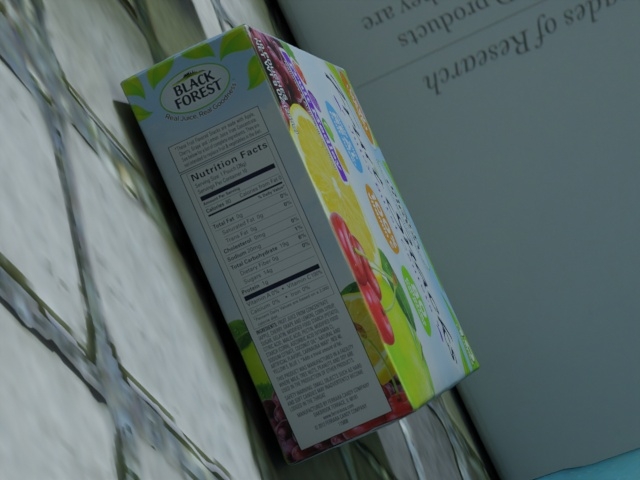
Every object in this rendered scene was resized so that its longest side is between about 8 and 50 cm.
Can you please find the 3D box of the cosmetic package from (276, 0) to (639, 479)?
[{"bbox_3d":[0.090,-0.083,0.847,0.230,0.162,0.453,-53,119,-79],"label":"cosmetic package"}]

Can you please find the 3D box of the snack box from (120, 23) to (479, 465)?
[{"bbox_3d":[0.000,0.000,0.526,0.141,0.037,0.100,0,67,-80],"label":"snack box"}]

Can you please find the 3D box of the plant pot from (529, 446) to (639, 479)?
[{"bbox_3d":[0.192,0.150,0.542,0.271,0.255,0.271,62,10,-19],"label":"plant pot"}]
